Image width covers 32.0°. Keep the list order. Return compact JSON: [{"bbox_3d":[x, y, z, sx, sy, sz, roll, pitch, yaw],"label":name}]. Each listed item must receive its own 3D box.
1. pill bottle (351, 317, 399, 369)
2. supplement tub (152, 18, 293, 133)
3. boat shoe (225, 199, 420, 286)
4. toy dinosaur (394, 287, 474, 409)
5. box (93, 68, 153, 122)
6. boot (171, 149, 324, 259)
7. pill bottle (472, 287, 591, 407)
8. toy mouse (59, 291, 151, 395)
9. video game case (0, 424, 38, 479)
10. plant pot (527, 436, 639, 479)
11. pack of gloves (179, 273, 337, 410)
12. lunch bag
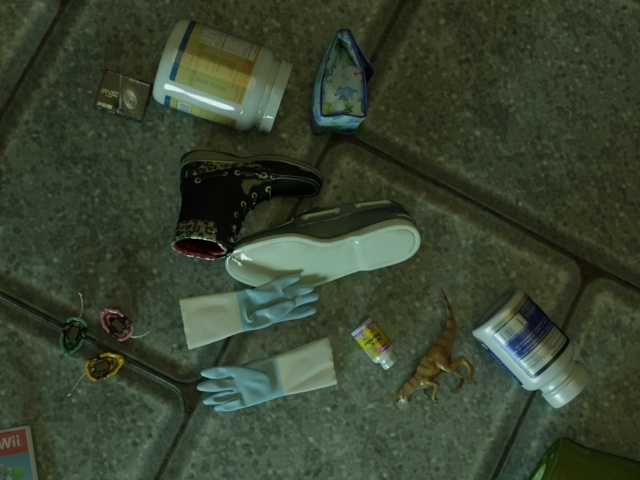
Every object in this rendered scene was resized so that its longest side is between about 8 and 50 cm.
[{"bbox_3d":[0.091,0.171,1.833,0.043,0.043,0.083,-39,89,-11],"label":"pill bottle"},{"bbox_3d":[-0.157,-0.262,1.806,0.199,0.144,0.144,19,80,-5],"label":"supplement tub"},{"bbox_3d":[0.000,0.000,1.834,0.319,0.116,0.099,-10,41,-2],"label":"boat shoe"},{"bbox_3d":[0.199,0.193,1.834,0.112,0.064,0.212,32,79,-1],"label":"toy dinosaur"},{"bbox_3d":[-0.325,-0.239,1.844,0.083,0.018,0.067,18,80,-5],"label":"box"},{"bbox_3d":[-0.119,-0.049,1.783,0.236,0.085,0.179,6,56,0],"label":"boot"},{"bbox_3d":[0.350,0.179,1.831,0.112,0.112,0.187,-43,90,-11],"label":"pill bottle"},{"bbox_3d":[-0.358,0.148,1.782,0.161,0.031,0.143,-26,87,-10],"label":"toy mouse"},{"bbox_3d":[-0.513,0.435,1.674,0.204,0.025,0.285,-5,79,-38],"label":"video game case"},{"bbox_3d":[0.467,0.487,1.709,0.352,0.366,0.367,29,80,8],"label":"plant pot"},{"bbox_3d":[-0.103,0.163,1.805,0.232,0.046,0.195,-12,96,-17],"label":"pack of gloves"},{"bbox_3d":[0.032,-0.259,1.839,0.096,0.129,0.151,0,81,-9],"label":"lunch bag"}]
